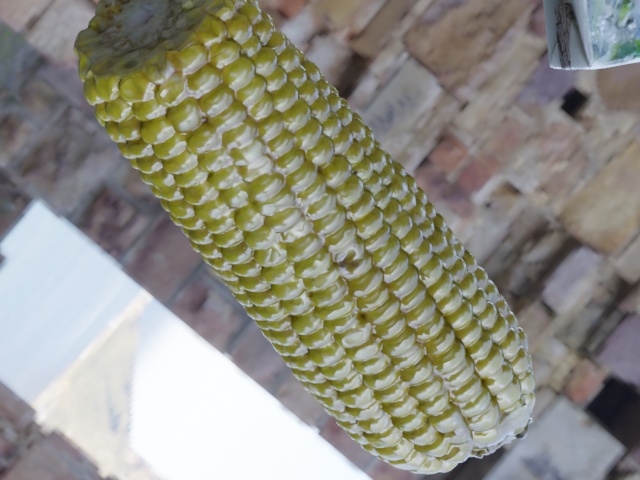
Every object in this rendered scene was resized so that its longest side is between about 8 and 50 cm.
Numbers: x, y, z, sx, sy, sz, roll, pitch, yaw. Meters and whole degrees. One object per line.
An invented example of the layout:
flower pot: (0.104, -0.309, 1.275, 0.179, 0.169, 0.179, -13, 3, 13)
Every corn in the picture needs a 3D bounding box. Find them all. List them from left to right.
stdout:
corn: (0.000, 0.000, 0.871, 0.144, 0.387, 0.144, -32, -154, 18)

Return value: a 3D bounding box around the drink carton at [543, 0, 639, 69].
drink carton: (0.289, -0.326, 1.241, 0.194, 0.324, 0.132, -9, -172, -6)
